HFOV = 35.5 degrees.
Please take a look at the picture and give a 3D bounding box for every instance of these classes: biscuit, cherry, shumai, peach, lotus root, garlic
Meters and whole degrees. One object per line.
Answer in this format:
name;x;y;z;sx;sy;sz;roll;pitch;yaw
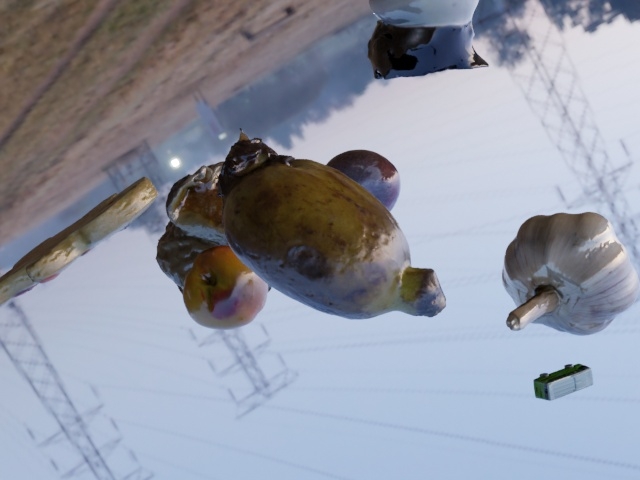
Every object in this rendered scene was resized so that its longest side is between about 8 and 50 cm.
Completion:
biscuit;-0.248;0.004;0.996;0.234;0.030;0.153;-29;-163;30
cherry;0.084;-0.118;2.078;0.176;0.176;0.140;-23;-150;36
shumai;-0.198;-0.065;1.830;0.267;0.262;0.314;-11;-129;4
peach;-0.150;0.080;1.605;0.138;0.138;0.138;-28;-171;5
lotus root;0.000;0.000;1.116;0.169;0.314;0.141;-18;140;-61
garlic;0.331;0.069;1.403;0.199;0.199;0.226;-21;-168;42

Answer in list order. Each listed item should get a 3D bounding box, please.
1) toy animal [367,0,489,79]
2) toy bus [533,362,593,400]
toy animal;0.144;-0.299;1.307;0.166;0.179;0.138;-23;-148;-36
toy bus;0.320;0.186;1.313;0.083;0.031;0.037;-14;-172;-27
